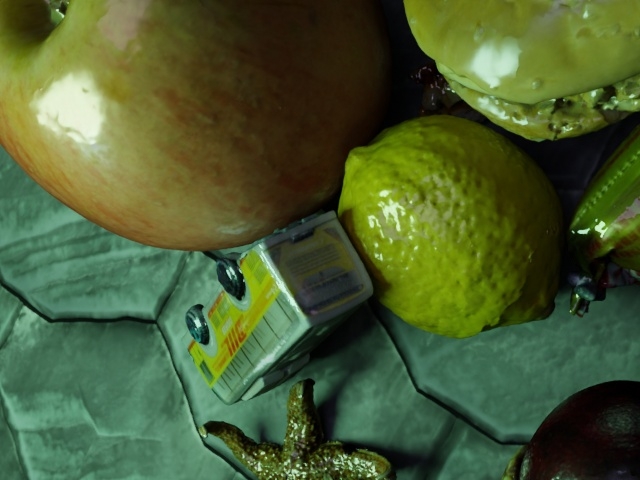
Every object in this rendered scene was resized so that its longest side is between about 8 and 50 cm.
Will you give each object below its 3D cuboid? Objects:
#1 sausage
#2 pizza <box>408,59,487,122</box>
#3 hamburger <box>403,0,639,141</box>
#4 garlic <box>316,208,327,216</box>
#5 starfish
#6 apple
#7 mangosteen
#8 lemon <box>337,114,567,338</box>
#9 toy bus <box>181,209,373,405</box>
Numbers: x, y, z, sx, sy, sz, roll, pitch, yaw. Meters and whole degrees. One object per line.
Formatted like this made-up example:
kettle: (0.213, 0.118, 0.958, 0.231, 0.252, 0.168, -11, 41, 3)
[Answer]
sausage: (0.298, -0.061, 0.786, 0.317, 0.125, 0.117, -50, 58, 15)
pizza: (0.152, -0.169, 0.901, 0.194, 0.069, 0.154, -44, 69, 14)
hamburger: (0.200, -0.225, 0.751, 0.318, 0.158, 0.319, -19, 54, 29)
garlic: (0.000, -0.001, 0.979, 0.083, 0.041, 0.053, 39, 88, 17)
starfish: (-0.016, 0.205, 0.944, 0.190, 0.074, 0.146, -14, 80, 25)
apple: (-0.129, -0.173, 0.895, 0.364, 0.364, 0.364, -3, 83, 26)
mangosteen: (0.227, 0.206, 0.772, 0.230, 0.194, 0.194, -39, 67, 45)
lemon: (0.107, -0.011, 0.847, 0.193, 0.180, 0.180, 12, 90, -4)
toy bus: (-0.046, 0.065, 0.893, 0.106, 0.092, 0.268, 59, 150, 11)
